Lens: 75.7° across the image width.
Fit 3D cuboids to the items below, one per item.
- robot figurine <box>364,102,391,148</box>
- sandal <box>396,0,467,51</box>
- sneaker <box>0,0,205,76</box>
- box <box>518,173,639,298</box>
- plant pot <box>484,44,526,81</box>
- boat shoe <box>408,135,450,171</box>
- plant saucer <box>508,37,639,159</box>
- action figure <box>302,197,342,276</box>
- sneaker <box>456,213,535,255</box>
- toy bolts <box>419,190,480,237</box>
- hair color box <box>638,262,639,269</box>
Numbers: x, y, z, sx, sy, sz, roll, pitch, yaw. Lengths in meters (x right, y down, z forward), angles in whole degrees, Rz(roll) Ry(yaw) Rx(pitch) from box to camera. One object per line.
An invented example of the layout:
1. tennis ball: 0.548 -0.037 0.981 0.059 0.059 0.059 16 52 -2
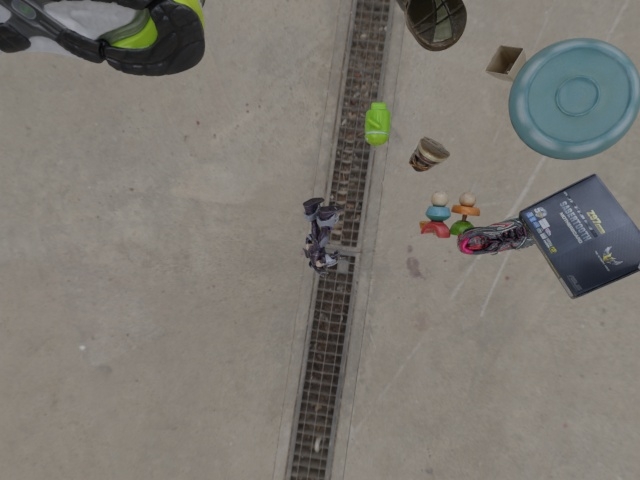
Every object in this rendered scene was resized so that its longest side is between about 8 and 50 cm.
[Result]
1. robot figurine: 0.152 -0.306 1.100 0.067 0.101 0.115 4 94 9
2. sandal: 0.163 -0.362 0.657 0.090 0.060 0.219 -19 55 0
3. sneaker: -0.235 -0.223 0.337 0.300 0.111 0.121 10 59 -8
4. box: 0.601 -0.009 0.941 0.183 0.059 0.232 -28 70 14
5. plant pot: 0.721 -0.668 1.582 0.109 0.096 0.109 40 105 45
6. boat shoe: 0.402 -0.312 1.563 0.123 0.342 0.123 29 114 1
7. plant saucer: 0.666 -0.373 1.077 0.317 0.044 0.317 1 95 14
8. action figure: 0.000 0.000 1.412 0.099 0.285 0.185 -20 43 -29
9. sneaker: 0.609 -0.007 1.370 0.299 0.112 0.121 -18 93 20
10. toy bolts: 0.440 -0.104 1.491 0.218 0.228 0.158 14 104 43
11. hair color box: 0.668 0.069 0.643 0.374 0.185 0.113 24 89 -37
